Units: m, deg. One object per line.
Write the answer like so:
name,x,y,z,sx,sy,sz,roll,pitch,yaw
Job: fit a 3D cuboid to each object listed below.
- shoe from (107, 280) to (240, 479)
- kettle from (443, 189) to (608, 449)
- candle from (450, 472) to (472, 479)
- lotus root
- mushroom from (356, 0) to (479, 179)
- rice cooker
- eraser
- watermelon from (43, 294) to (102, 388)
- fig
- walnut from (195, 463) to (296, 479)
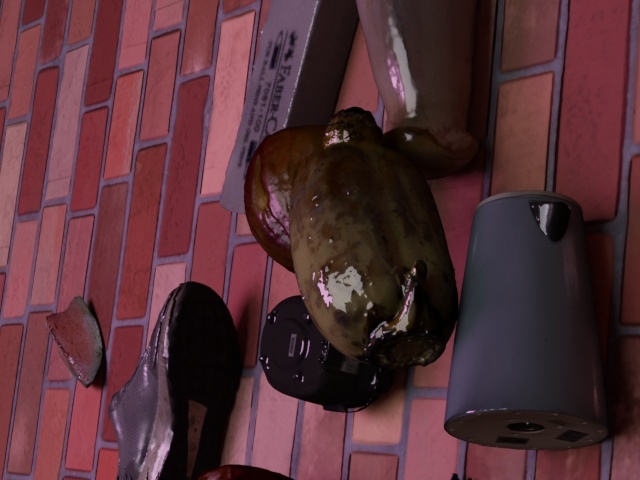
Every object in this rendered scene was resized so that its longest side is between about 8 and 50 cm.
shoe,-0.218,0.215,1.906,0.171,0.132,0.336,12,95,46
kettle,0.205,0.088,1.430,0.210,0.160,0.243,117,159,-65
candle,0.187,0.300,1.462,0.026,0.021,0.167,-53,41,13
lotus root,0.057,-0.003,1.478,0.173,0.173,0.309,-41,47,37
mushroom,0.111,-0.268,1.638,0.154,0.137,0.407,-1,72,10
rice cooker,0.009,0.132,1.660,0.203,0.118,0.142,0,80,56
eraser,-0.039,-0.200,1.858,0.111,0.077,0.352,17,92,53
watermelon,-0.390,0.179,2.200,0.155,0.080,0.101,47,126,31
fig,-0.003,-0.030,1.625,0.190,0.191,0.290,-60,10,20
walnut,-0.057,0.396,1.606,0.269,0.222,0.244,-131,44,-64
